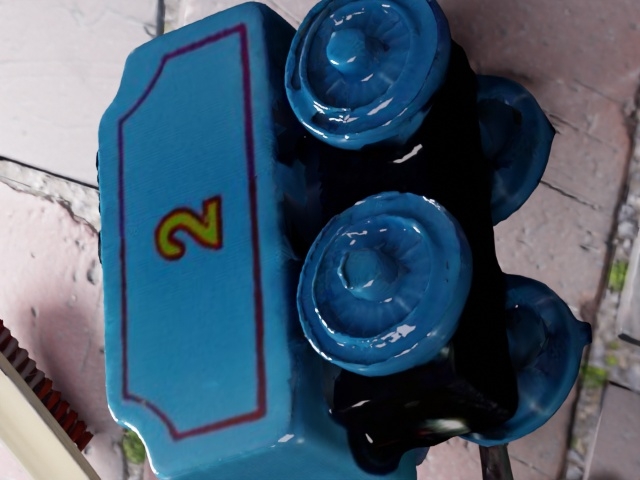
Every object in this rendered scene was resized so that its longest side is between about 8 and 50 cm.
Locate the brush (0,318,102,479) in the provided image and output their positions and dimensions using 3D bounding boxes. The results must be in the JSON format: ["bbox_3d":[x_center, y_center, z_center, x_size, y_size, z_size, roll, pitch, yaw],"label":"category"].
[{"bbox_3d":[-0.183,0.191,1.455,0.060,0.050,0.321,-23,111,31],"label":"brush"}]

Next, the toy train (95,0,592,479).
[{"bbox_3d":[0.000,0.000,1.108,0.265,0.300,0.188,-19,150,26],"label":"toy train"}]

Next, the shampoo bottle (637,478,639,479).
[{"bbox_3d":[0.336,0.220,1.031,0.317,0.322,0.322,-21,104,27],"label":"shampoo bottle"}]

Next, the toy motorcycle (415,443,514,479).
[{"bbox_3d":[0.011,0.202,1.251,0.241,0.319,0.182,2,151,-10],"label":"toy motorcycle"}]
